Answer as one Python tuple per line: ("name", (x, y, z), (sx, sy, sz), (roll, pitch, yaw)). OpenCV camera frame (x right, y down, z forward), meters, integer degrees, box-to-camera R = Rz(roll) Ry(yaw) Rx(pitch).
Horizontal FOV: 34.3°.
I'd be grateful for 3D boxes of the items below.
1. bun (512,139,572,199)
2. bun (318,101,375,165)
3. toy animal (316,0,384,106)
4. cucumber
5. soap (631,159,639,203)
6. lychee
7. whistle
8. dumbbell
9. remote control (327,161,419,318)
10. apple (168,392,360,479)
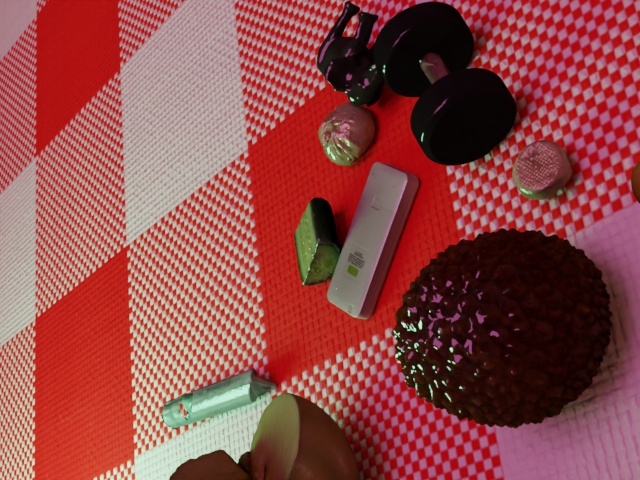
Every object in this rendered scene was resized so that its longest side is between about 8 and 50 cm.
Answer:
("bun", (0.306, -0.094, 1.424), (0.086, 0.055, 0.086), (-14, 66, 35))
("bun", (0.039, -0.188, 1.786), (0.115, 0.069, 0.115), (-22, 61, 47))
("toy animal", (0.072, -0.311, 1.765), (0.146, 0.114, 0.245), (-61, 18, 10))
("cucumber", (0.000, 0.000, 1.783), (0.116, 0.062, 0.115), (119, 144, -51))
("soap", (0.434, -0.095, 1.262), (0.140, 0.045, 0.089), (-56, 38, 26))
("lychee", (0.221, 0.107, 1.310), (0.267, 0.267, 0.267), (-20, 64, 48))
("whistle", (-0.196, 0.298, 1.953), (0.312, 0.062, 0.062), (-26, 60, 46))
("dumbbell", (0.183, -0.234, 1.547), (0.152, 0.152, 0.218), (-50, 45, 31))
("remote control", (0.084, -0.001, 1.700), (0.103, 0.034, 0.250), (28, 102, 52))
("apple", (-0.074, 0.400, 1.607), (0.295, 0.233, 0.258), (-40, 12, -14))
